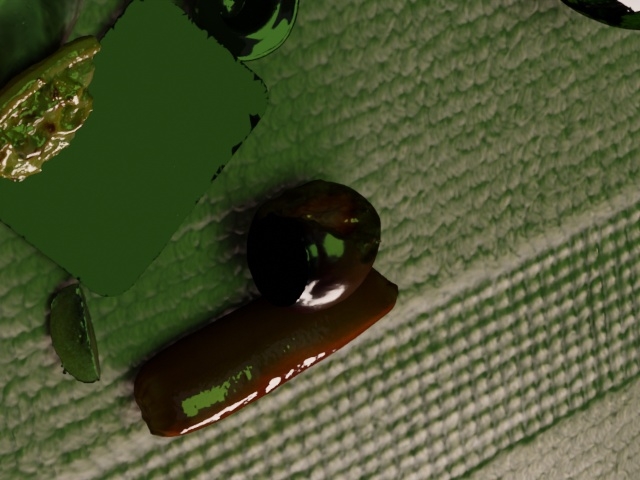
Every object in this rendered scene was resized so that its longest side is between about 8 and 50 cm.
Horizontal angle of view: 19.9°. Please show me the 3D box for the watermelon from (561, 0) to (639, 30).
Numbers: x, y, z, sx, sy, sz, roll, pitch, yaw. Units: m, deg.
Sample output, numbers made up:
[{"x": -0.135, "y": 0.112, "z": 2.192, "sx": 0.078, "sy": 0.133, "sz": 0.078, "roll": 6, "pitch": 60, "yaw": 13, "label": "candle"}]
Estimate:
[{"x": 0.320, "y": -0.339, "z": 1.810, "sx": 0.269, "sy": 0.269, "sz": 0.269, "roll": -13, "pitch": 112, "yaw": -33, "label": "watermelon"}]

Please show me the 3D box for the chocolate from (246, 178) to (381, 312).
[{"x": 0.000, "y": 0.000, "z": 1.736, "sx": 0.133, "sy": 0.127, "sz": 0.124, "roll": -19, "pitch": 75, "yaw": -39, "label": "chocolate"}]

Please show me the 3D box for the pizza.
[{"x": -0.237, "y": -0.102, "z": 1.532, "sx": 0.160, "sy": 0.036, "sz": 0.099, "roll": -40, "pitch": 143, "yaw": -7, "label": "pizza"}]

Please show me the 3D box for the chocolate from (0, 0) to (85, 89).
[{"x": -0.259, "y": -0.207, "z": 1.528, "sx": 0.157, "sy": 0.080, "sz": 0.254, "roll": 18, "pitch": 95, "yaw": -40, "label": "chocolate"}]

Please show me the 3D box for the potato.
[{"x": -0.227, "y": 0.086, "z": 1.686, "sx": 0.037, "sy": 0.036, "sz": 0.093, "roll": -11, "pitch": 95, "yaw": 5, "label": "potato"}]

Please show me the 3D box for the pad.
[{"x": -0.124, "y": -0.043, "z": 1.699, "sx": 0.250, "sy": 0.055, "sz": 0.323, "roll": -52, "pitch": 131, "yaw": -5, "label": "pad"}]

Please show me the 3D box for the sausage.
[{"x": -0.051, "y": 0.098, "z": 1.782, "sx": 0.300, "sy": 0.089, "sz": 0.083, "roll": -31, "pitch": 115, "yaw": -25, "label": "sausage"}]

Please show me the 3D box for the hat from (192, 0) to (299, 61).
[{"x": -0.073, "y": -0.228, "z": 1.679, "sx": 0.121, "sy": 0.050, "sz": 0.121, "roll": -16, "pitch": 123, "yaw": -27, "label": "hat"}]
